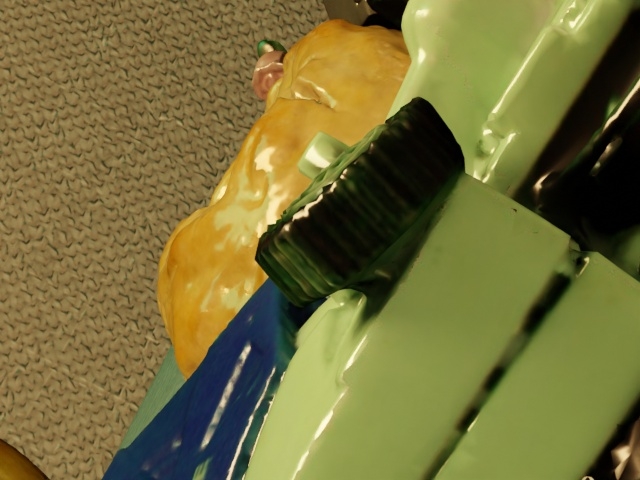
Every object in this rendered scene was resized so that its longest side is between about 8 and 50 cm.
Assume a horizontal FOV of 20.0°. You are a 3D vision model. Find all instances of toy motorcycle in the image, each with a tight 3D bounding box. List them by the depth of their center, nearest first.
[{"bbox_3d":[0.013,0.047,0.450,0.331,0.125,0.196,-57,7,-5],"label":"toy motorcycle"}]

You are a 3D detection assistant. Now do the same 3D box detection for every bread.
[{"bbox_3d":[0.000,0.000,0.904,0.244,0.134,0.244,-60,3,5],"label":"bread"}]

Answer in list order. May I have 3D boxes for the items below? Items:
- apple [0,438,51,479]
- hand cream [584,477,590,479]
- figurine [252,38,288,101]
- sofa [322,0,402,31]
[{"bbox_3d":[-0.301,0.288,1.091,0.384,0.374,0.374,-46,8,8],"label":"apple"},{"bbox_3d":[0.053,0.106,0.459,0.036,0.023,0.122,-54,5,30],"label":"hand cream"},{"bbox_3d":[0.033,-0.089,1.050,0.178,0.144,0.114,-44,18,33],"label":"figurine"},{"bbox_3d":[0.075,-0.153,0.942,0.147,0.060,0.085,-17,-3,-11],"label":"sofa"}]
